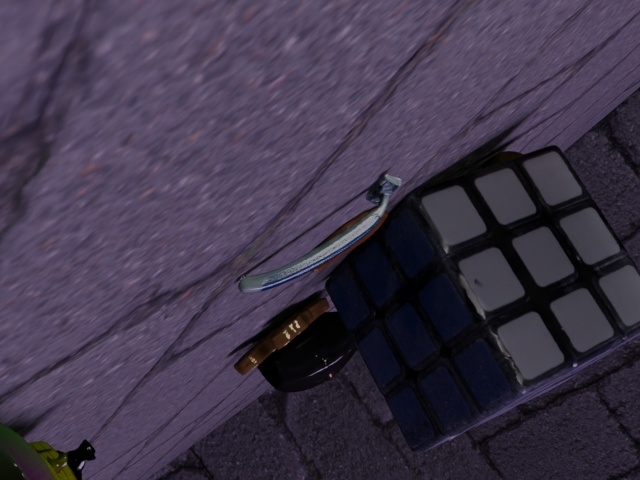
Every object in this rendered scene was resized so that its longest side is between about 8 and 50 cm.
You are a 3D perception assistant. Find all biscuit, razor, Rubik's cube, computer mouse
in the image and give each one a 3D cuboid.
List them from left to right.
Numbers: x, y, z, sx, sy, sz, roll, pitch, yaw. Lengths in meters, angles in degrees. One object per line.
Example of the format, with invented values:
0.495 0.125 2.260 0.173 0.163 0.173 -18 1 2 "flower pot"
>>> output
-0.051 0.143 1.557 0.144 0.040 0.236 -32 -178 20 "biscuit"
-0.017 0.199 1.677 0.170 0.100 0.269 -35 -177 -13 "computer mouse"
0.003 0.003 0.959 0.191 0.037 0.068 -35 173 -22 "razor"
0.032 -0.001 1.148 0.102 0.019 0.130 -44 169 35 "biscuit"
0.238 0.088 1.399 0.304 0.301 0.305 -20 164 -30 "Rubik's cube"

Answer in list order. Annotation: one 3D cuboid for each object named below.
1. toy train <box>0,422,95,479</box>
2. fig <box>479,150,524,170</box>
-0.259 0.212 0.752 0.161 0.100 0.296 -39 173 -9 "toy train"
0.304 -0.097 1.552 0.109 0.103 0.154 -4 168 10 "fig"
